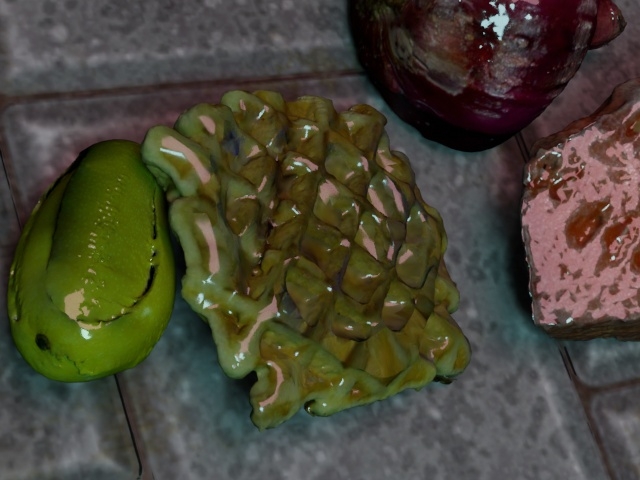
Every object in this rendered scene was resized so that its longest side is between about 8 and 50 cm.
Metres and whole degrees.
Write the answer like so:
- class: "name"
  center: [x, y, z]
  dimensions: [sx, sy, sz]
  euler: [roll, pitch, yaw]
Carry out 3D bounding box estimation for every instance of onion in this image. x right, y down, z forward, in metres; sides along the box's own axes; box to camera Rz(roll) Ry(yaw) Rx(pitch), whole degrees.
- class: "onion"
  center: [0.135, -0.167, 1.020]
  dimensions: [0.218, 0.140, 0.195]
  euler: [3, 57, -28]

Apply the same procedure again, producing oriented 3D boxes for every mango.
- class: "mango"
  center: [-0.123, 0.012, 0.835]
  dimensions: [0.091, 0.074, 0.165]
  euler: [31, 42, -17]

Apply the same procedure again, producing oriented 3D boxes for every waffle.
- class: "waffle"
  center: [0.002, -0.002, 0.884]
  dimensions: [0.223, 0.054, 0.204]
  euler: [-8, 70, -47]

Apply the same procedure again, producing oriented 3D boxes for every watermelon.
- class: "watermelon"
  center: [0.225, -0.012, 0.993]
  dimensions: [0.256, 0.140, 0.193]
  euler: [-17, 78, -21]
